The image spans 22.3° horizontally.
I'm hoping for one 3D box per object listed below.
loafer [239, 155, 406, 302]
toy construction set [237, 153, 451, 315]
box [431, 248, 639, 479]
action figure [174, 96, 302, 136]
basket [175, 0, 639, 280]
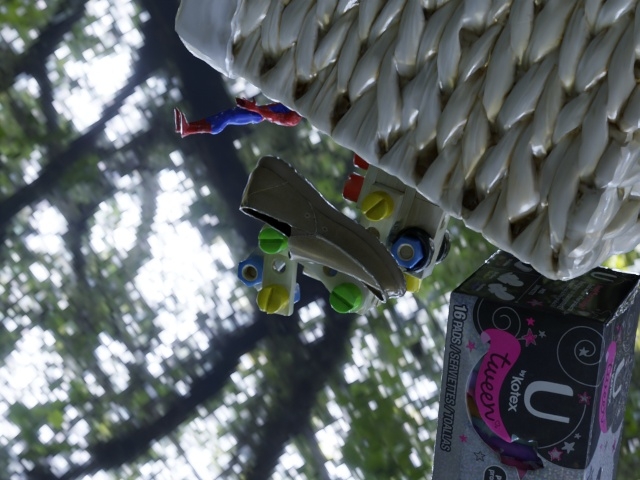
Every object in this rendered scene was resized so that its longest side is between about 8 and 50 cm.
[{"bbox_3d":[0.000,0.000,1.201,0.148,0.056,0.050,40,-100,9],"label":"loafer"},{"bbox_3d":[0.035,-0.060,1.661,0.215,0.327,0.151,22,-149,18],"label":"toy construction set"},{"bbox_3d":[0.191,0.152,1.434,0.142,0.247,0.163,10,-162,20],"label":"box"},{"bbox_3d":[-0.057,-0.102,1.296,0.115,0.030,0.038,-4,-171,-16],"label":"action figure"},{"bbox_3d":[0.151,-0.201,0.834,0.266,0.328,0.331,37,-146,26],"label":"basket"}]
